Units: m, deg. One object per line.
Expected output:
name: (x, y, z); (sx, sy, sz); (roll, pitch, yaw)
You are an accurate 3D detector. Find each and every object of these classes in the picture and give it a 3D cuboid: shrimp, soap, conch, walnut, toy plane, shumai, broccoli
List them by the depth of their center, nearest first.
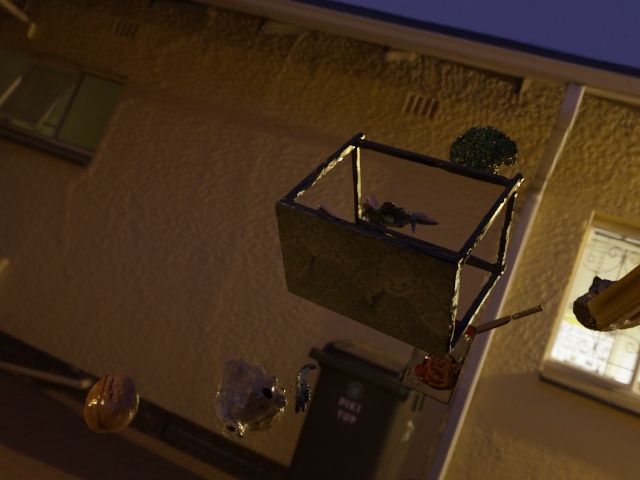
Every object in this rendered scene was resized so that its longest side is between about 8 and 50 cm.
soap: (0.787, 0.113, 1.384); (0.199, 0.091, 0.315); (-6, -27, -11)
walnut: (-0.577, 0.449, 1.654); (0.144, 0.144, 0.180); (24, 24, -24)
conch: (-0.215, 0.481, 1.852); (0.263, 0.186, 0.324); (57, 4, -3)
broccoli: (0.530, -0.267, 1.917); (0.220, 0.194, 0.194); (0, -17, 35)
shrimp: (-0.063, 0.487, 1.974); (0.076, 0.174, 0.082); (23, -33, -15)
shumai: (0.963, 0.200, 2.056); (0.184, 0.185, 0.218); (-10, -30, 33)
toy plane: (0.299, -0.085, 2.281); (0.326, 0.104, 0.223); (17, -21, -7)

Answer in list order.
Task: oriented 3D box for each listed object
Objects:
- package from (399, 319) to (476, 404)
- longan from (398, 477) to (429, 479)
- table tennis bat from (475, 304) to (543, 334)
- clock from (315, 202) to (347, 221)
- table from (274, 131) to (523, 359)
package: (0.340, 0.336, 1.727); (0.154, 0.239, 0.030); (21, -4, 16)
longan: (0.297, 0.883, 1.819); (0.297, 0.297, 0.297); (21, -6, 2)
table tennis bat: (0.713, 0.310, 2.313); (0.301, 0.022, 0.173); (-23, -6, 20)
clock: (0.000, 0.000, 1.868); (0.150, 0.197, 0.063); (40, -11, 4)
table: (0.141, -0.008, 1.078); (0.335, 0.272, 0.222); (21, -44, 28)
